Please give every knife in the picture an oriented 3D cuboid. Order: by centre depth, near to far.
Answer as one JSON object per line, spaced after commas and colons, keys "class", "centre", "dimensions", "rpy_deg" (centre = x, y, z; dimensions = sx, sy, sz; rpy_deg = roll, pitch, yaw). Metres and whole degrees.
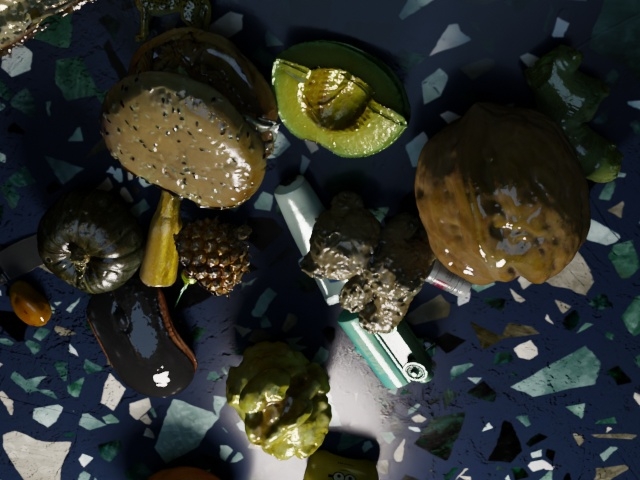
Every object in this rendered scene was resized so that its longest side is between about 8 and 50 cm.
{"class": "knife", "centre": [-0.676, 0.050, 1.803], "dimensions": [0.245, 0.019, 0.072], "rpy_deg": [-26, 108, 14]}

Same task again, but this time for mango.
{"class": "mango", "centre": [-0.643, 0.140, 1.820], "dimensions": [0.080, 0.060, 0.114], "rpy_deg": [-12, 119, 28]}

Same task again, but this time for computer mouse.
{"class": "computer mouse", "centre": [-0.390, 0.221, 1.814], "dimensions": [0.183, 0.116, 0.323], "rpy_deg": [-20, 113, 9]}

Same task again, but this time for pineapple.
{"class": "pineapple", "centre": [-0.195, 0.015, 1.669], "dimensions": [0.137, 0.161, 0.176], "rpy_deg": [-35, 125, 9]}

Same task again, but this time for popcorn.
{"class": "popcorn", "centre": [-0.075, 0.351, 1.788], "dimensions": [0.235, 0.242, 0.250], "rpy_deg": [-39, 111, 18]}

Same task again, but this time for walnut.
{"class": "walnut", "centre": [0.326, -0.088, 1.502], "dimensions": [0.306, 0.306, 0.344], "rpy_deg": [-16, 108, 13]}

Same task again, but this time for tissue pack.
{"class": "tissue pack", "centre": [0.046, 0.585, 1.960], "dimensions": [0.178, 0.127, 0.123], "rpy_deg": [14, 120, -2]}

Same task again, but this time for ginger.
{"class": "ginger", "centre": [0.474, -0.227, 1.527], "dimensions": [0.137, 0.089, 0.290], "rpy_deg": [-20, 113, 5]}

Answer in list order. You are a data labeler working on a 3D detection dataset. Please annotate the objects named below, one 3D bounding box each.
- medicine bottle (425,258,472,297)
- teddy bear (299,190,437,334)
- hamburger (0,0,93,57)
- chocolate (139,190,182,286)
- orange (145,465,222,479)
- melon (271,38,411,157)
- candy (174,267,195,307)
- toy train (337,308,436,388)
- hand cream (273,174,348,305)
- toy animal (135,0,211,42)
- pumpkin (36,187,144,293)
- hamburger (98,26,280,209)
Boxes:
{"class": "medicine bottle", "centre": [0.266, 0.075, 1.715], "dimensions": [0.091, 0.058, 0.058], "rpy_deg": [25, 117, -8]}
{"class": "teddy bear", "centre": [0.094, 0.032, 1.628], "dimensions": [0.256, 0.156, 0.267], "rpy_deg": [30, 89, 2]}
{"class": "hamburger", "centre": [-0.564, -0.490, 1.367], "dimensions": [0.445, 0.287, 0.268], "rpy_deg": [-25, 136, 22]}
{"class": "chocolate", "centre": [-0.322, -0.010, 1.707], "dimensions": [0.086, 0.085, 0.219], "rpy_deg": [15, 117, -3]}
{"class": "orange", "centre": [-0.329, 0.687, 1.990], "dimensions": [0.284, 0.226, 0.284], "rpy_deg": [5, 117, 10]}
{"class": "melon", "centre": [0.036, -0.261, 1.532], "dimensions": [0.265, 0.129, 0.169], "rpy_deg": [25, 141, 0]}
{"class": "candy", "centre": [-0.300, 0.105, 1.796], "dimensions": [0.035, 0.035, 0.123], "rpy_deg": [53, 130, 26]}
{"class": "toy train", "centre": [0.143, 0.220, 1.789], "dimensions": [0.159, 0.101, 0.248], "rpy_deg": [-20, 115, 32]}
{"class": "hand cream", "centre": [0.000, 0.000, 1.711], "dimensions": [0.109, 0.067, 0.320], "rpy_deg": [-21, 121, 13]}
{"class": "toy animal", "centre": [-0.266, -0.423, 1.494], "dimensions": [0.181, 0.073, 0.136], "rpy_deg": [8, 111, 4]}
{"class": "pumpkin", "centre": [-0.469, 0.003, 1.679], "dimensions": [0.224, 0.157, 0.223], "rpy_deg": [5, 121, 8]}
{"class": "hamburger", "centre": [-0.225, -0.225, 1.484], "dimensions": [0.318, 0.195, 0.277], "rpy_deg": [26, 146, -5]}
